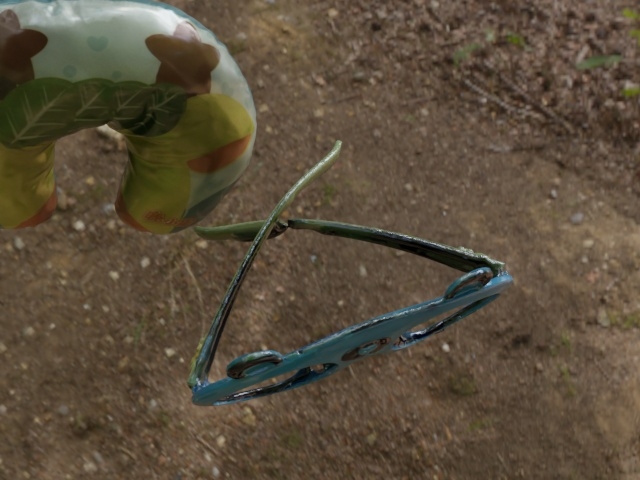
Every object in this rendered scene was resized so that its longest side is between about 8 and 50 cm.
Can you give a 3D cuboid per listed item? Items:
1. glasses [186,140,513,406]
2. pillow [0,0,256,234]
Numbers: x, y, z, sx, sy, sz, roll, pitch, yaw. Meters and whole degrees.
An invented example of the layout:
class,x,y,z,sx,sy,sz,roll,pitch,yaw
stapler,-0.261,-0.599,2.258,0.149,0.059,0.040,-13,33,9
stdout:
class,x,y,z,sx,sy,sz,roll,pitch,yaw
glasses,0.006,0.028,0.691,0.239,0.102,0.207,-18,40,-7
pillow,-0.165,-0.086,0.697,0.233,0.214,0.086,2,45,-12
